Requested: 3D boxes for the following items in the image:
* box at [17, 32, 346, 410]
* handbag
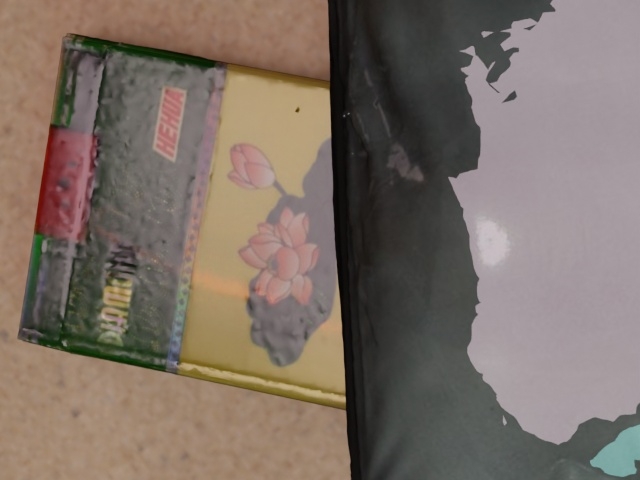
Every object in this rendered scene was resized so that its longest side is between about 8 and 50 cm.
[{"bbox_3d":[0.000,0.000,0.542,0.235,0.034,0.132,11,98,8],"label":"box"},{"bbox_3d":[0.095,-0.040,0.474,0.192,0.075,0.332,-4,95,11],"label":"handbag"}]
